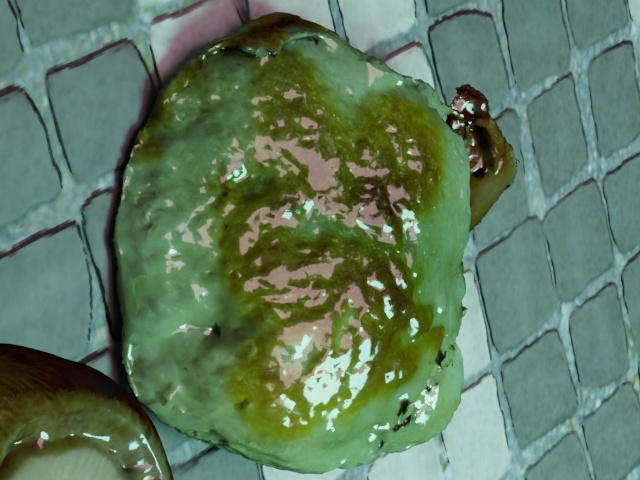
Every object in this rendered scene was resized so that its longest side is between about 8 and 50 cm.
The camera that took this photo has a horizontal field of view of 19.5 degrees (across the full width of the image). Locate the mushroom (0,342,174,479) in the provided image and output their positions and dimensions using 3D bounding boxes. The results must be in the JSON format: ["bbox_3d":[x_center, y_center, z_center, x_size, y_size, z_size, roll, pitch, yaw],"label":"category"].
[{"bbox_3d":[-0.153,0.176,0.898,0.253,0.153,0.253,11,75,-46],"label":"mushroom"}]

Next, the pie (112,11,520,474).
[{"bbox_3d":[-0.008,-0.001,1.113,0.257,0.105,0.274,27,69,-31],"label":"pie"}]
